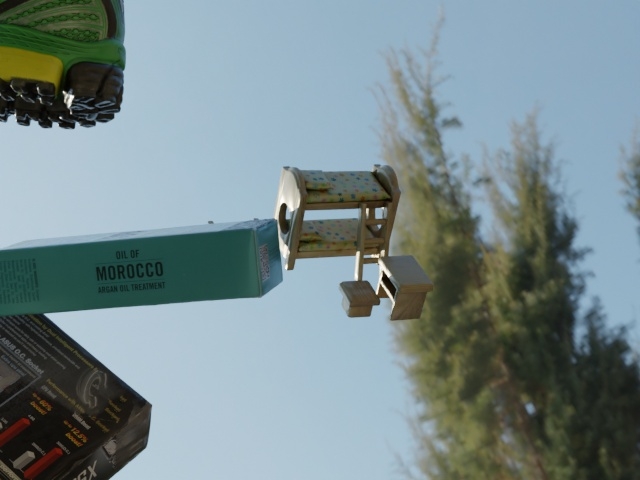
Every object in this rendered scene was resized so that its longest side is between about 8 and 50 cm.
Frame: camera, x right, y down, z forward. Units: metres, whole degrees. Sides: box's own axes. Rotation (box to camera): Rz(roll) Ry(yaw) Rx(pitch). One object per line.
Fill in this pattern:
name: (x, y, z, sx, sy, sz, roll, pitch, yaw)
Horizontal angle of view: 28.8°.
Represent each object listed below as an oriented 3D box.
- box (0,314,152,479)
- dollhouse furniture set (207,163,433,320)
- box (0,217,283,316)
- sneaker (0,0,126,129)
box: (-0.344, 0.144, 1.116, 0.242, 0.307, 0.076, -39, -24, -38)
dollhouse furniture set: (0.000, 0.000, 1.231, 0.182, 0.161, 0.101, -3, -56, -23)
box: (-0.162, 0.024, 1.095, 0.244, 0.100, 0.060, -5, -85, 10)
sneaker: (-0.314, -0.176, 0.985, 0.344, 0.146, 0.134, 5, -12, 5)
